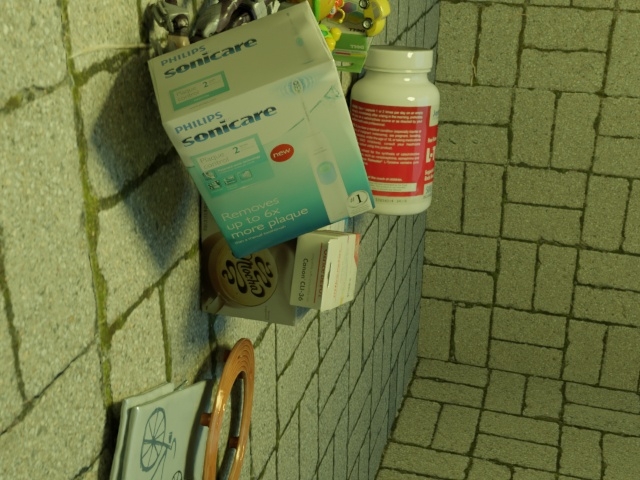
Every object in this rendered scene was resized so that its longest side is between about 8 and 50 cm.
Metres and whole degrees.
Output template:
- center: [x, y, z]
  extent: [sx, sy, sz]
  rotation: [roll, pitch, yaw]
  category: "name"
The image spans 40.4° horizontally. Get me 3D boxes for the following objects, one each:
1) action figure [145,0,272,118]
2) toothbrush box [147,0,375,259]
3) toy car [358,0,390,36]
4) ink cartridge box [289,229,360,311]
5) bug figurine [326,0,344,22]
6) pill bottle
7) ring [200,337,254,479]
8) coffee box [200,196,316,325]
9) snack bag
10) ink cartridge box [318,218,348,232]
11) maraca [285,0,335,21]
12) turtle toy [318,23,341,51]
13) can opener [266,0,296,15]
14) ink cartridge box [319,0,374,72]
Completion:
- center: [-0.156, -0.275, 1.198]
  extent: [0.285, 0.099, 0.185]
  rotation: [-58, 162, -26]
  category: "action figure"
- center: [-0.067, -0.134, 1.145]
  extent: [0.295, 0.217, 0.126]
  rotation: [70, 0, -52]
  category: "toothbrush box"
- center: [0.107, -0.569, 1.785]
  extent: [0.239, 0.053, 0.224]
  rotation: [54, 44, -51]
  category: "toy car"
- center: [0.005, 0.044, 1.359]
  extent: [0.198, 0.067, 0.115]
  rotation: [-6, 103, -75]
  category: "ink cartridge box"
- center: [0.029, -0.596, 1.778]
  extent: [0.216, 0.072, 0.278]
  rotation: [-68, 159, -45]
  category: "bug figurine"
- center: [0.184, -0.284, 2.216]
  extent: [0.229, 0.229, 0.407]
  rotation: [-46, 141, -66]
  category: "pill bottle"
- center: [-0.166, 0.334, 1.516]
  extent: [0.336, 0.032, 0.336]
  rotation: [8, 90, -84]
  category: "ring"
- center: [-0.096, -0.029, 1.403]
  extent: [0.119, 0.168, 0.297]
  rotation: [-46, 141, -66]
  category: "coffee box"
- center: [-0.243, 0.368, 1.306]
  extent: [0.342, 0.037, 0.322]
  rotation: [4, 95, -78]
  category: "snack bag"
- center: [0.000, 0.000, 1.949]
  extent: [0.191, 0.082, 0.139]
  rotation: [-3, 100, -74]
  category: "ink cartridge box"
- center: [-0.022, -0.467, 1.614]
  extent: [0.185, 0.099, 0.127]
  rotation: [-112, -161, -67]
  category: "maraca"
- center: [-0.004, -0.394, 1.764]
  extent: [0.130, 0.066, 0.095]
  rotation: [-69, -176, -50]
  category: "turtle toy"
- center: [-0.054, -0.439, 1.493]
  extent: [0.076, 0.095, 0.283]
  rotation: [16, 89, -76]
  category: "can opener"
- center: [0.059, -0.456, 1.885]
  extent: [0.062, 0.109, 0.209]
  rotation: [83, 20, -50]
  category: "ink cartridge box"
